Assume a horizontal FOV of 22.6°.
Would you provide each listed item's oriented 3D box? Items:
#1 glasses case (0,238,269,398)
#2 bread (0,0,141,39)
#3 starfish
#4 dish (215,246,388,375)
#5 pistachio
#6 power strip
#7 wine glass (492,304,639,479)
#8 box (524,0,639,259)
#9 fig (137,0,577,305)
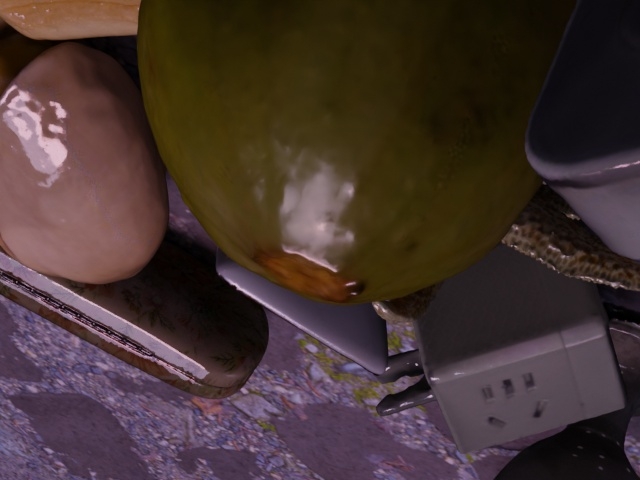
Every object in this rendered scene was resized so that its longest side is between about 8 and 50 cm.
[{"bbox_3d":[-0.249,0.027,1.683,0.425,0.156,0.098,29,125,-8],"label":"glasses case"},{"bbox_3d":[-0.187,-0.235,1.316,0.217,0.098,0.147,6,142,29],"label":"bread"},{"bbox_3d":[0.129,-0.025,1.342,0.347,0.357,0.078,29,121,52],"label":"starfish"},{"bbox_3d":[0.000,0.000,1.471,0.182,0.243,0.080,32,109,-15],"label":"dish"},{"bbox_3d":[-0.245,-0.078,1.506,0.187,0.188,0.299,8,143,24],"label":"pistachio"},{"bbox_3d":[0.149,0.096,1.454,0.224,0.139,0.140,-17,139,7],"label":"power strip"},{"bbox_3d":[0.238,0.251,1.509,0.190,0.357,0.190,19,149,12],"label":"wine glass"},{"bbox_3d":[0.316,-0.182,0.786,0.396,0.397,0.111,-15,130,44],"label":"box"},{"bbox_3d":[0.022,-0.117,1.126,0.343,0.343,0.343,17,147,11],"label":"fig"}]
